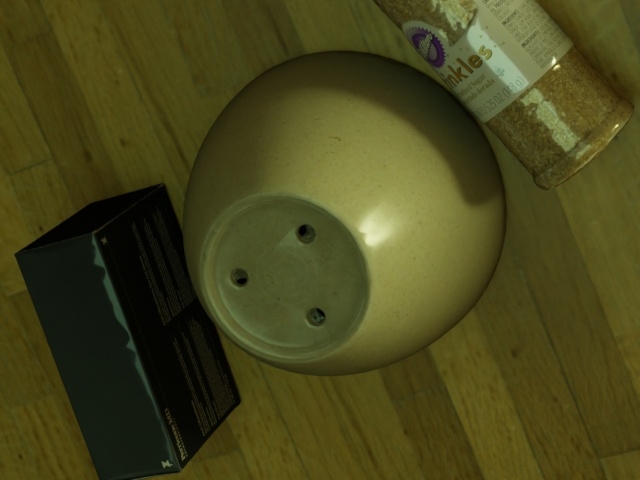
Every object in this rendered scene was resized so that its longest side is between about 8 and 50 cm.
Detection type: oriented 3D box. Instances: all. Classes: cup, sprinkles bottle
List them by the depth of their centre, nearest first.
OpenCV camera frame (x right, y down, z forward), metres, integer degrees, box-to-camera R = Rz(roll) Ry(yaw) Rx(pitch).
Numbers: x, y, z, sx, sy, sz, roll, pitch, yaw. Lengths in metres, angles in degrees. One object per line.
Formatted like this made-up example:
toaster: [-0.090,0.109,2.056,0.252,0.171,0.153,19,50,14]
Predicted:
sprinkles bottle: [0.138,-0.213,1.565,0.355,0.121,0.121,47,113,-3]
cup: [0.000,0.000,1.611,0.331,0.237,0.331,4,108,14]

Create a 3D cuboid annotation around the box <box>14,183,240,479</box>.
box: [-0.195,0.096,1.725,0.103,0.184,0.261,-14,102,19]
